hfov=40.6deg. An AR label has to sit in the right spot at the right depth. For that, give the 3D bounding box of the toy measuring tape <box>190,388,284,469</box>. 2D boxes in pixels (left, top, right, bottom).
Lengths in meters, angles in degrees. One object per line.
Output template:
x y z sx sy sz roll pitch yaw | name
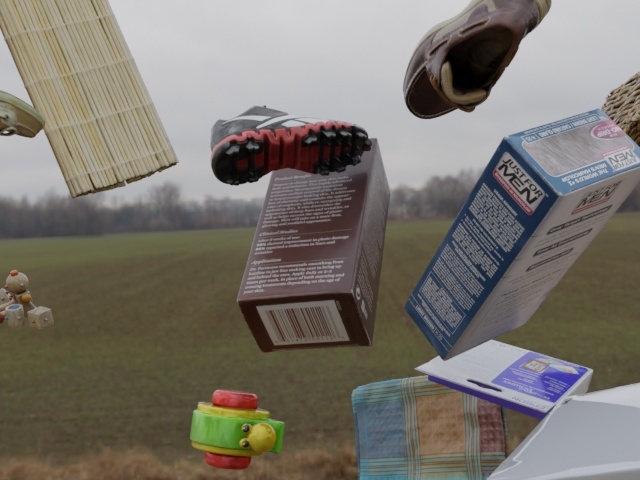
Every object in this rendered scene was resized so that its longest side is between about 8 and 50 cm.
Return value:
-0.162 0.277 1.318 0.121 0.121 0.330 -3 -1 -29 | toy measuring tape

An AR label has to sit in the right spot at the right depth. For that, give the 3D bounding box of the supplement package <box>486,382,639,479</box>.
0.337 0.239 0.855 0.262 0.145 0.204 -26 1 45 | supplement package

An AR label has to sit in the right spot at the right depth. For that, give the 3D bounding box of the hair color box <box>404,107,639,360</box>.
0.255 0.001 1.124 0.174 0.105 0.347 -19 -30 -32 | hair color box

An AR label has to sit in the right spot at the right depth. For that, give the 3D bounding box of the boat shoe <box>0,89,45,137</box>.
-0.318 -0.117 0.784 0.056 0.048 0.153 4 -11 29 | boat shoe

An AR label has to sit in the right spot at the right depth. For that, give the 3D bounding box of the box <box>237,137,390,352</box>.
0.000 0.000 1.454 0.191 0.143 0.381 -5 44 16 | box

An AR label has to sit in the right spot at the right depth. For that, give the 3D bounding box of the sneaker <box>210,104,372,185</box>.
-0.056 -0.167 1.414 0.276 0.097 0.135 -9 41 -19 | sneaker

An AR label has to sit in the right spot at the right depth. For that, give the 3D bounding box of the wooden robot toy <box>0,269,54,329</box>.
-0.504 0.091 1.428 0.076 0.079 0.173 -18 24 -34 | wooden robot toy

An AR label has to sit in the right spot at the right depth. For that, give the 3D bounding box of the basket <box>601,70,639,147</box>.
0.634 -0.179 1.589 0.223 0.213 0.299 33 -11 -2 | basket

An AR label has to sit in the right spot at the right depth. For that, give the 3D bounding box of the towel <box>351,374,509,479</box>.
0.210 0.403 1.727 0.370 0.271 0.040 -18 -23 42 | towel

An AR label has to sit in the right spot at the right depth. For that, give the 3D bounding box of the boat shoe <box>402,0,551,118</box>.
0.210 -0.259 1.302 0.123 0.123 0.342 33 -28 -12 | boat shoe

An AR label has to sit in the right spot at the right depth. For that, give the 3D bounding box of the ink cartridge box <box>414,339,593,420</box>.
0.274 0.210 1.299 0.206 0.045 0.208 15 17 33 | ink cartridge box

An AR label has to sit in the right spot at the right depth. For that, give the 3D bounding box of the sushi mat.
-0.314 -0.220 1.138 0.151 0.316 0.019 -24 1 -29 | sushi mat
